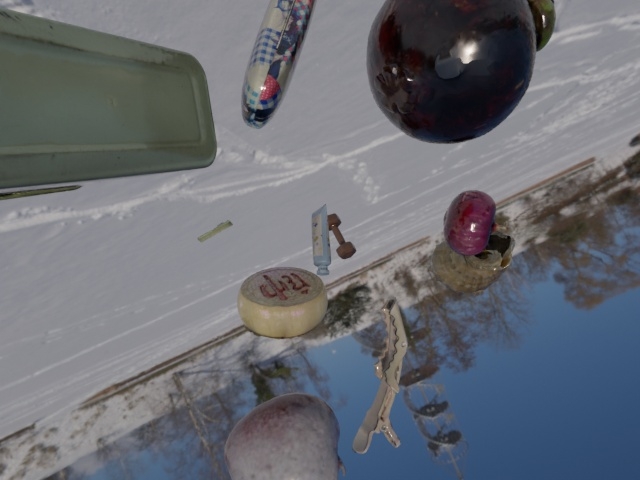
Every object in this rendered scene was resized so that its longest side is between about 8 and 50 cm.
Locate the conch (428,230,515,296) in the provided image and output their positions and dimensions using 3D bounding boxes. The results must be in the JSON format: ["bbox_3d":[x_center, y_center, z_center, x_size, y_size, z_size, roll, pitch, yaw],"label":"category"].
[{"bbox_3d":[0.521,0.067,1.371,0.263,0.186,0.324,-42,-158,-13],"label":"conch"}]

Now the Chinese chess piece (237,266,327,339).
[{"bbox_3d":[-0.112,0.181,1.242,0.270,0.112,0.270,0,-157,0],"label":"Chinese chess piece"}]

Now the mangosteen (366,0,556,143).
[{"bbox_3d":[0.256,-0.346,0.767,0.359,0.306,0.306,-33,180,-23],"label":"mangosteen"}]

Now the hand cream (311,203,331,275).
[{"bbox_3d":[0.000,0.000,1.003,0.043,0.171,0.065,9,156,-34],"label":"hand cream"}]

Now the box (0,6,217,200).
[{"bbox_3d":[-0.374,-0.143,0.518,0.343,0.177,0.352,-2,-168,26],"label":"box"}]

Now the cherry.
[{"bbox_3d":[-0.090,0.612,1.174,0.335,0.326,0.291,-16,145,-19],"label":"cherry"}]

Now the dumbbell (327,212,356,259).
[{"bbox_3d":[0.086,-0.020,1.939,0.082,0.231,0.092,-32,149,12],"label":"dumbbell"}]

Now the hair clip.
[{"bbox_3d":[0.103,0.197,0.607,0.072,0.226,0.034,14,175,-23],"label":"hair clip"}]

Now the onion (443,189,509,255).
[{"bbox_3d":[0.402,-0.046,1.108,0.177,0.153,0.177,-26,133,-31],"label":"onion"}]

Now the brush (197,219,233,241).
[{"bbox_3d":[-0.233,-0.022,0.914,0.083,0.013,0.016,-30,136,4],"label":"brush"}]

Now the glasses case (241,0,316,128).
[{"bbox_3d":[-0.064,-0.337,0.691,0.076,0.327,0.125,19,161,-14],"label":"glasses case"}]
